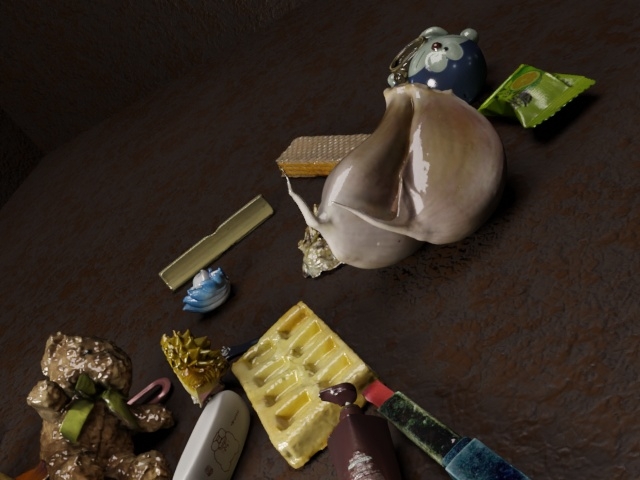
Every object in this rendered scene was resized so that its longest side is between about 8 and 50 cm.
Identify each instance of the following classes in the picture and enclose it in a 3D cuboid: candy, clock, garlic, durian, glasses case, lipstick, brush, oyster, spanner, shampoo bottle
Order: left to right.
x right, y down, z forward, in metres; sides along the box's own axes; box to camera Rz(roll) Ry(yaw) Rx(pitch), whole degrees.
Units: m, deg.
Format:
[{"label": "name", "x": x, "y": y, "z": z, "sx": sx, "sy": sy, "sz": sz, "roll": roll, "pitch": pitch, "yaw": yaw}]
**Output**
[{"label": "brush", "x": -0.359, "y": 0.318, "z": 1.344, "sx": 0.233, "sy": 0.047, "sz": 0.103, "roll": -40, "pitch": 29, "yaw": -10}, {"label": "durian", "x": -0.181, "y": 0.197, "z": 1.185, "sx": 0.078, "sy": 0.140, "sz": 0.224, "roll": -30, "pitch": 10, "yaw": -12}, {"label": "glasses case", "x": -0.153, "y": 0.301, "z": 1.092, "sx": 0.049, "sy": 0.074, "sz": 0.193, "roll": -17, "pitch": 33, "yaw": 35}, {"label": "brush", "x": -0.224, "y": 0.004, "z": 1.664, "sx": 0.282, "sy": 0.054, "sz": 0.048, "roll": -38, "pitch": 14, "yaw": 0}, {"label": "spanner", "x": -0.118, "y": 0.179, "z": 1.309, "sx": 0.208, "sy": 0.012, "sz": 0.046, "roll": -24, "pitch": 31, "yaw": 24}, {"label": "oyster", "x": -0.001, "y": 0.003, "z": 1.401, "sx": 0.108, "sy": 0.053, "sz": 0.165, "roll": -40, "pitch": 32, "yaw": 18}, {"label": "shampoo bottle", "x": 0.050, "y": 0.259, "z": 0.902, "sx": 0.236, "sy": 0.068, "sz": 0.067, "roll": -108, "pitch": 32, "yaw": -56}, {"label": "garlic", "x": 0.137, "y": -0.078, "z": 1.165, "sx": 0.231, "sy": 0.245, "sz": 0.340, "roll": 8, "pitch": 35, "yaw": 40}, {"label": "clock", "x": 0.243, "y": -0.347, "z": 1.549, "sx": 0.199, "sy": 0.146, "sz": 0.243, "roll": -39, "pitch": 22, "yaw": 9}, {"label": "lipstick", "x": 0.139, "y": 0.231, "z": 0.882, "sx": 0.051, "sy": 0.051, "sz": 0.312, "roll": -45, "pitch": 26, "yaw": -9}, {"label": "candy", "x": 0.361, "y": -0.257, "z": 1.349, "sx": 0.149, "sy": 0.069, "sz": 0.246, "roll": -42, "pitch": 26, "yaw": -3}]

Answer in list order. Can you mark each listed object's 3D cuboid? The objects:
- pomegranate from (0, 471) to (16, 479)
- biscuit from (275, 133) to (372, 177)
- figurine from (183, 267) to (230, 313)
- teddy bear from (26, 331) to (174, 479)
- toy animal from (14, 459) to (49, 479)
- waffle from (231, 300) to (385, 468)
[{"label": "pomegranate", "x": -0.475, "y": 0.456, "z": 1.010, "sx": 0.342, "sy": 0.342, "sz": 0.342, "roll": -29, "pitch": 29, "yaw": 17}, {"label": "biscuit", "x": 0.031, "y": -0.180, "z": 1.637, "sx": 0.094, "sy": 0.054, "sz": 0.379, "roll": -49, "pitch": 29, "yaw": -21}, {"label": "figurine", "x": -0.224, "y": 0.100, "z": 1.483, "sx": 0.114, "sy": 0.079, "sz": 0.114, "roll": -34, "pitch": 1, "yaw": 1}, {"label": "teddy bear", "x": -0.334, "y": 0.268, "z": 1.199, "sx": 0.296, "sy": 0.246, "sz": 0.222, "roll": -3, "pitch": 74, "yaw": 56}, {"label": "toy animal", "x": -0.645, "y": 0.452, "z": 1.401, "sx": 0.284, "sy": 0.225, "sz": 0.302, "roll": -37, "pitch": 32, "yaw": 46}, {"label": "waffle", "x": -0.030, "y": 0.197, "z": 1.124, "sx": 0.168, "sy": 0.057, "sz": 0.274, "roll": -41, "pitch": 28, "yaw": -5}]
